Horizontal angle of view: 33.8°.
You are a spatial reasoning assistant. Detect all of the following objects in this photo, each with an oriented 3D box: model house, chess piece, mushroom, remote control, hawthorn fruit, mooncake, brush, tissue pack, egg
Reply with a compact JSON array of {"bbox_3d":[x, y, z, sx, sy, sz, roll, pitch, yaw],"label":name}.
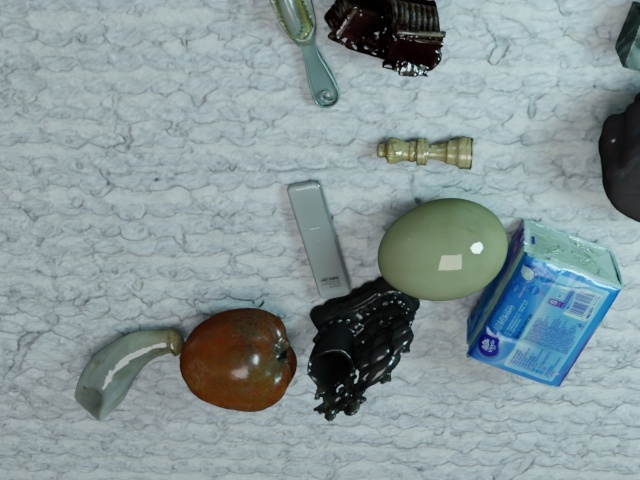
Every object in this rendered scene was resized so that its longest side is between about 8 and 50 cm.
[{"bbox_3d":[0.105,-0.333,1.715,0.203,0.164,0.141,9,118,2],"label":"model house"},{"bbox_3d":[0.186,-0.159,1.886,0.172,0.060,0.060,3,123,6],"label":"chess piece"},{"bbox_3d":[-0.404,0.258,2.188,0.270,0.103,0.118,-40,111,20],"label":"mushroom"},{"bbox_3d":[0.000,0.000,2.025,0.067,0.029,0.260,-10,120,12],"label":"remote control"},{"bbox_3d":[-0.183,0.248,2.109,0.262,0.210,0.210,-19,120,30],"label":"hawthorn fruit"},{"bbox_3d":[0.611,-0.143,1.775,0.283,0.141,0.283,5,150,3],"label":"mooncake"},{"bbox_3d":[-0.031,-0.346,1.777,0.068,0.060,0.296,-16,120,12],"label":"brush"},{"bbox_3d":[0.418,0.120,1.992,0.198,0.146,0.263,19,124,-6],"label":"tissue pack"},{"bbox_3d":[0.220,0.018,1.919,0.242,0.186,0.186,-10,122,19],"label":"egg"}]

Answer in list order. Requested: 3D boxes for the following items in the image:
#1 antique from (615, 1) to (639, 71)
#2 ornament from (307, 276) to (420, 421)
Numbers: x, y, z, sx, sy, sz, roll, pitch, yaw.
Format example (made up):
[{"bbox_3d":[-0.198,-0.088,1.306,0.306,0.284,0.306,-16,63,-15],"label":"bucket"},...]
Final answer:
[{"bbox_3d":[0.590,-0.318,1.724,0.183,0.086,0.088,12,124,-3],"label":"antique"},{"bbox_3d":[0.082,0.212,2.021,0.251,0.260,0.106,-28,122,20],"label":"ornament"}]
